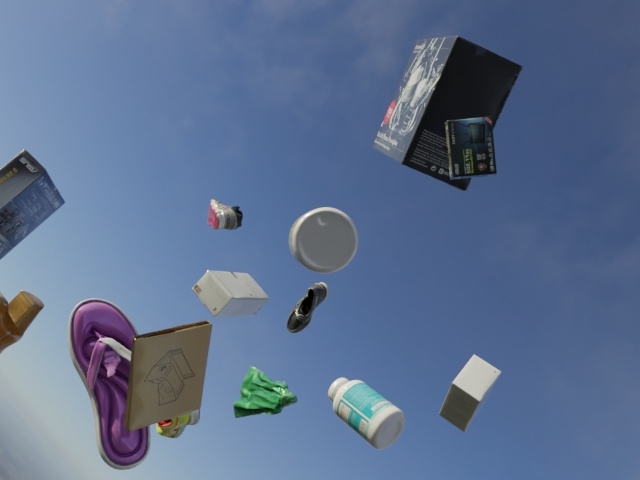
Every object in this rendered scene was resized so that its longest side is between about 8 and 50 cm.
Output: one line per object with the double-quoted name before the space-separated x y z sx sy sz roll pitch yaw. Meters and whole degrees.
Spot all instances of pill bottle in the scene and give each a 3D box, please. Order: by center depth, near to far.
"pill bottle" 0.000 0.000 1.290 0.117 0.117 0.208 52 -4 -3
"pill bottle" 0.142 0.555 2.269 0.264 0.146 0.146 31 -31 44

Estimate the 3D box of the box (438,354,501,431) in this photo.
"box" 0.418 0.430 1.941 0.091 0.130 0.170 32 -40 22

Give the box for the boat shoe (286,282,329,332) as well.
"boat shoe" -0.054 0.207 2.098 0.075 0.065 0.206 49 -60 22

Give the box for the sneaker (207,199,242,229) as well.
"sneaker" -0.226 -0.058 1.656 0.170 0.075 0.063 -145 -119 -70

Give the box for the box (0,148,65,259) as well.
"box" -0.571 -0.056 1.265 0.056 0.183 0.231 45 -16 0

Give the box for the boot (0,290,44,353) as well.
"boot" -0.723 0.172 1.404 0.104 0.211 0.295 41 -3 27

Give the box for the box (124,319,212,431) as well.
"box" -0.294 0.260 1.334 0.021 0.164 0.201 30 -63 41

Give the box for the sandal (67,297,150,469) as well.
"sandal" -0.480 0.329 1.642 0.102 0.169 0.416 -34 -107 60

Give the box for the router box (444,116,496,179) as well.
"router box" 0.309 -0.191 1.426 0.038 0.092 0.122 29 56 -88

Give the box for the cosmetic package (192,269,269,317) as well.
"cosmetic package" -0.258 0.157 2.023 0.117 0.085 0.231 46 11 19

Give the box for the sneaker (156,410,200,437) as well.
"sneaker" -0.387 0.450 1.764 0.208 0.094 0.081 -43 -131 45

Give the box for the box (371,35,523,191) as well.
"box" 0.296 -0.323 1.715 0.179 0.312 0.343 21 10 -13

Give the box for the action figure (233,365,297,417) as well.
"action figure" -0.129 0.387 1.717 0.063 0.137 0.232 20 -17 -30
